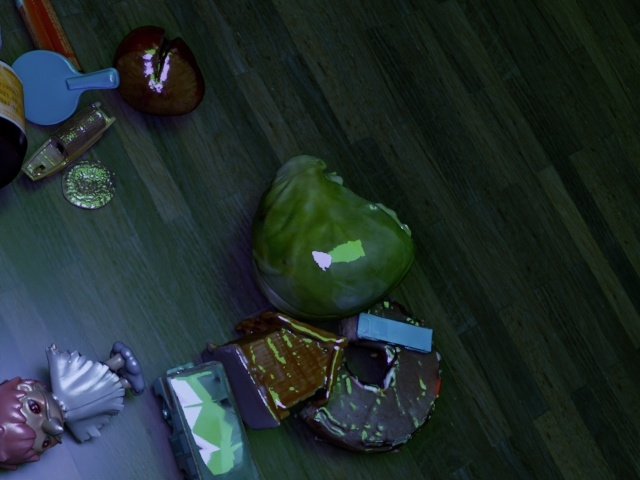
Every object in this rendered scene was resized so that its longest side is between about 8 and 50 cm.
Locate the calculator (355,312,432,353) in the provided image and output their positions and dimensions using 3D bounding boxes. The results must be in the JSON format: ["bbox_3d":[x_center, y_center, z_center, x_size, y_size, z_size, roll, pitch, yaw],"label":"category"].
[{"bbox_3d":[0.150,0.190,1.978,0.171,0.018,0.057,14,67,-18],"label":"calculator"}]

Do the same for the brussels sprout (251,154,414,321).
[{"bbox_3d":[0.000,0.000,1.954,0.314,0.276,0.371,-36,48,-5],"label":"brussels sprout"}]

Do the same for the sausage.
[{"bbox_3d":[-0.569,-0.439,2.003,0.083,0.083,0.264,-21,79,-28],"label":"sausage"}]

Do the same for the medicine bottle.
[{"bbox_3d":[-0.687,-0.300,1.828,0.242,0.242,0.395,-3,58,-24],"label":"medicine bottle"}]

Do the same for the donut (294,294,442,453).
[{"bbox_3d":[0.118,0.287,2.013,0.259,0.136,0.345,28,64,-14],"label":"donut"}]

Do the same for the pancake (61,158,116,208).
[{"bbox_3d":[-0.470,-0.116,1.968,0.114,0.011,0.115,8,69,-21],"label":"pancake"}]

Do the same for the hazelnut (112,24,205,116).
[{"bbox_3d":[-0.337,-0.348,2.033,0.204,0.178,0.178,27,63,-18],"label":"hazelnut"}]

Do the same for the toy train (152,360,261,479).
[{"bbox_3d":[-0.207,0.382,1.824,0.129,0.159,0.327,-14,79,-25],"label":"toy train"}]

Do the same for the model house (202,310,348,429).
[{"bbox_3d":[-0.079,0.242,1.906,0.229,0.199,0.220,-21,86,-27],"label":"model house"}]

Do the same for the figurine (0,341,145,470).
[{"bbox_3d":[-0.498,0.308,1.713,0.386,0.166,0.207,-26,122,-32],"label":"figurine"}]

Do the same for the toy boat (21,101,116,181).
[{"bbox_3d":[-0.505,-0.200,1.941,0.068,0.088,0.226,45,60,-4],"label":"toy boat"}]

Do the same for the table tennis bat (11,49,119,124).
[{"bbox_3d":[-0.512,-0.311,1.931,0.237,0.038,0.149,-7,101,13],"label":"table tennis bat"}]
